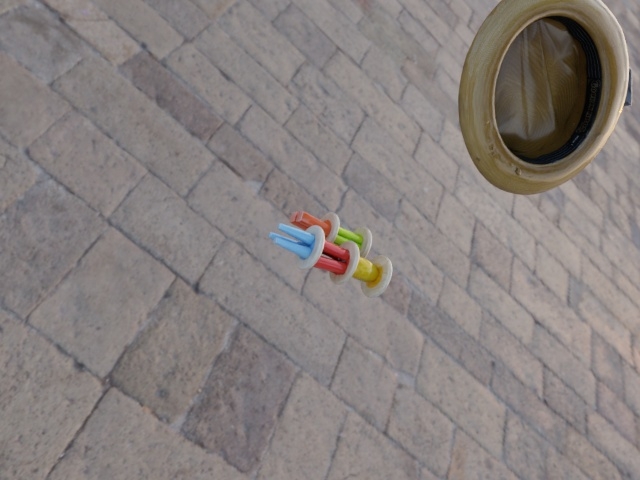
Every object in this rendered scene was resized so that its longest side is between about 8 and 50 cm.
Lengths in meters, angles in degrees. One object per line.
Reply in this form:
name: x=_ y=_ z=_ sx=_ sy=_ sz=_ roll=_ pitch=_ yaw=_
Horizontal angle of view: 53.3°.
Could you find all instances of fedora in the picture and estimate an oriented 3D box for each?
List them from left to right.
fedora: x=0.197 y=-0.143 z=0.607 sx=0.194 sy=0.194 sz=0.079 roll=28 pitch=9 yaw=-27

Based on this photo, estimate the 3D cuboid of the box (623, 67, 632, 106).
box: x=0.359 y=-0.254 z=0.996 sx=0.231 sy=0.183 sz=0.056 roll=-76 pitch=154 yaw=-60

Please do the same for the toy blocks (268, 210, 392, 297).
toy blocks: x=0.000 y=0.000 z=0.744 sx=0.148 sy=0.054 sz=0.123 roll=24 pitch=20 yaw=-30
